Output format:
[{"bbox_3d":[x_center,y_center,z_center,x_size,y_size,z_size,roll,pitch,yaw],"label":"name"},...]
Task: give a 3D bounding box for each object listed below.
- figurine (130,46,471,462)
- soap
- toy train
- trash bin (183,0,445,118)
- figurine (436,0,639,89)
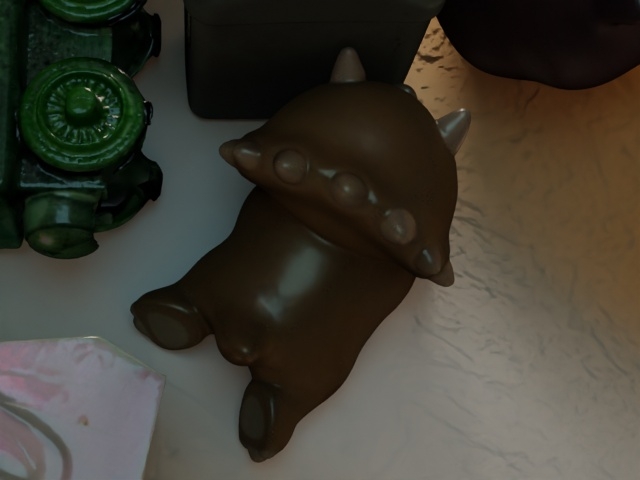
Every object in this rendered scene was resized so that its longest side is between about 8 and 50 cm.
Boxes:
[{"bbox_3d":[0.000,-0.006,1.269,0.247,0.173,0.177,-39,79,-18],"label":"figurine"},{"bbox_3d":[-0.243,0.208,1.195,0.208,0.115,0.347,32,69,5],"label":"soap"},{"bbox_3d":[-0.210,-0.113,1.301,0.202,0.145,0.266,0,70,-3],"label":"toy train"},{"bbox_3d":[-0.012,-0.168,1.292,0.177,0.236,0.101,-3,71,-8],"label":"trash bin"},{"bbox_3d":[0.154,-0.276,1.310,0.218,0.365,0.206,14,47,36],"label":"figurine"}]
